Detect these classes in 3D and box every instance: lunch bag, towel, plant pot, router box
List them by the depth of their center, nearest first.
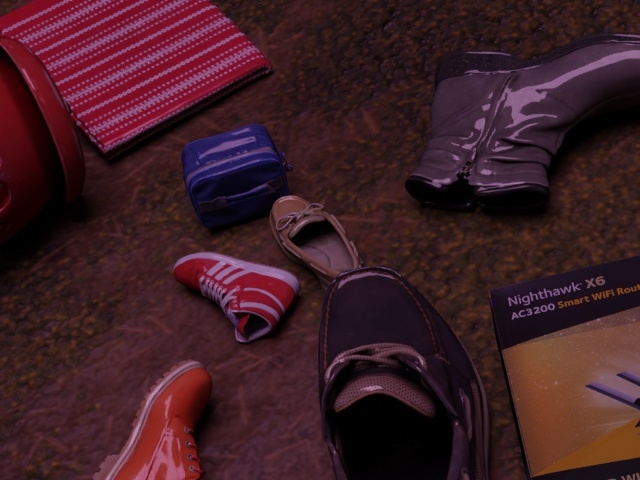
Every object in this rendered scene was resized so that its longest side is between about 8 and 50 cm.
[{"bbox_3d":[0.297,0.113,1.288,0.309,0.081,0.243,-13,44,5],"label":"router box"},{"bbox_3d":[-0.074,-0.056,1.580,0.098,0.067,0.065,-18,45,-1],"label":"lunch bag"},{"bbox_3d":[-0.325,-0.086,1.609,0.174,0.191,0.191,-26,45,-19],"label":"plant pot"},{"bbox_3d":[-0.198,-0.199,1.786,0.199,0.031,0.275,-30,47,-15],"label":"towel"}]

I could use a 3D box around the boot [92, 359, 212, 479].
[{"bbox_3d":[-0.114,0.170,1.386,0.085,0.059,0.158,16,62,26],"label":"boot"}]

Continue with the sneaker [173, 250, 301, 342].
[{"bbox_3d":[-0.083,0.049,1.498,0.119,0.042,0.067,8,47,22],"label":"sneaker"}]

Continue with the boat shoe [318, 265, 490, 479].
[{"bbox_3d":[0.065,0.136,1.304,0.132,0.130,0.355,-17,44,1],"label":"boat shoe"}]

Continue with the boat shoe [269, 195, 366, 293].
[{"bbox_3d":[-0.001,0.001,1.514,0.056,0.048,0.153,-26,45,-8],"label":"boat shoe"}]

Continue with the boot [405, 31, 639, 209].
[{"bbox_3d":[0.204,-0.093,1.533,0.247,0.083,0.161,-4,53,22],"label":"boot"}]
